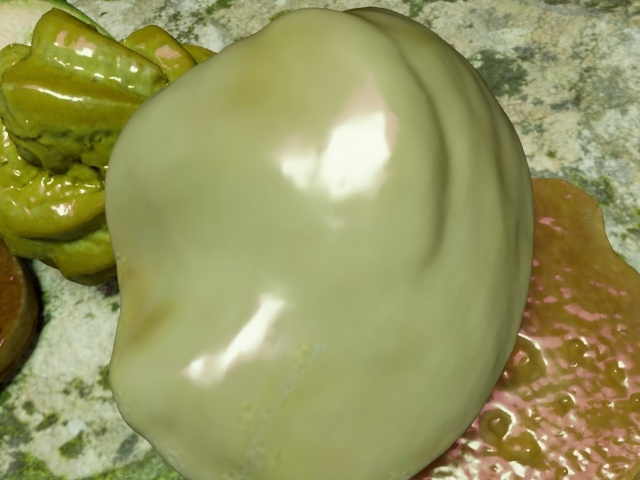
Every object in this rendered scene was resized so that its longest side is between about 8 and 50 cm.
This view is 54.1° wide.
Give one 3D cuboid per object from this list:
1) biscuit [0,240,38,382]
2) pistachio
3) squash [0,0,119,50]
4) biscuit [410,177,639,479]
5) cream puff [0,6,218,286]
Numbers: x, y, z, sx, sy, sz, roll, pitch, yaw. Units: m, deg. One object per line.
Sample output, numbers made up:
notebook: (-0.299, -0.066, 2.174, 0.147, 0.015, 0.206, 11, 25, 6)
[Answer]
biscuit: (-0.509, 0.060, 0.771, 0.350, 0.070, 0.394, -36, 60, -19)
pistachio: (0.000, 0.000, 0.536, 0.365, 0.281, 0.445, 21, 74, 0)
squash: (-0.319, -0.192, 0.814, 0.189, 0.189, 0.260, -42, 62, -14)
biscuit: (0.160, 0.117, 0.650, 0.385, 0.062, 0.365, -19, 63, -1)
cream puff: (-0.236, -0.085, 0.682, 0.323, 0.270, 0.274, 7, 87, -16)
